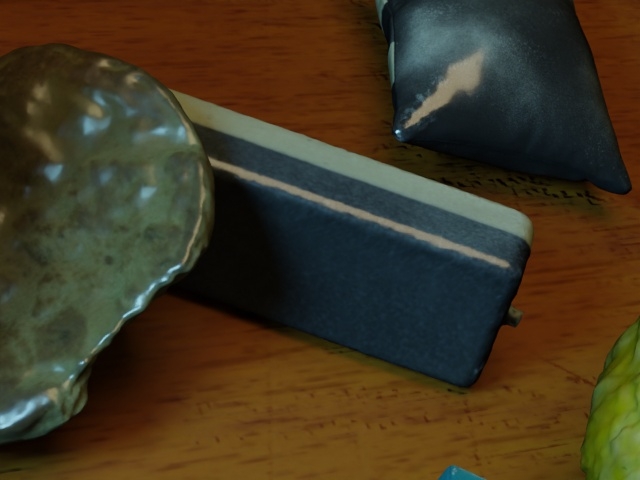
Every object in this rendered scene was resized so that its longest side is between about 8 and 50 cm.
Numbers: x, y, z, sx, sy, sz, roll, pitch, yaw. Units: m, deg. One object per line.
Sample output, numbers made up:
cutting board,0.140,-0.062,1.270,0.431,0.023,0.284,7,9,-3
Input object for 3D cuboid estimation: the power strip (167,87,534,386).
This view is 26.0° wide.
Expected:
power strip,0.000,0.000,0.824,0.256,0.105,0.070,20,40,3

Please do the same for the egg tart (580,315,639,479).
egg tart,0.250,0.133,0.709,0.339,0.153,0.352,33,41,-37

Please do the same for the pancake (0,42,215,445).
pancake,-0.167,0.001,0.746,0.222,0.042,0.236,14,71,22

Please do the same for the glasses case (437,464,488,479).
glasses case,0.076,0.252,0.621,0.117,0.070,0.301,25,41,-6

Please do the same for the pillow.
pillow,0.123,-0.141,1.010,0.186,0.106,0.250,10,45,-19
